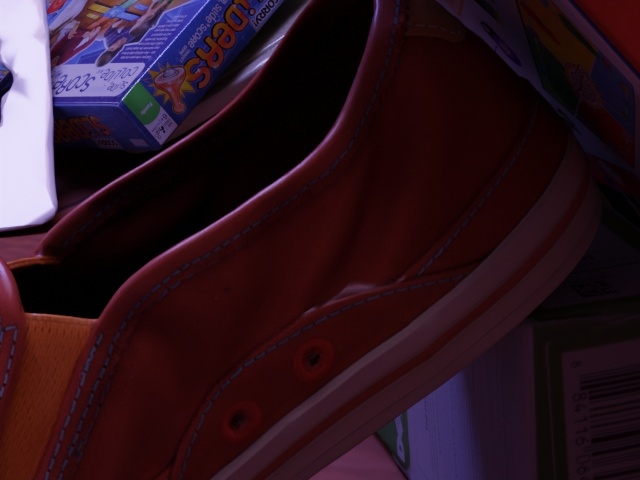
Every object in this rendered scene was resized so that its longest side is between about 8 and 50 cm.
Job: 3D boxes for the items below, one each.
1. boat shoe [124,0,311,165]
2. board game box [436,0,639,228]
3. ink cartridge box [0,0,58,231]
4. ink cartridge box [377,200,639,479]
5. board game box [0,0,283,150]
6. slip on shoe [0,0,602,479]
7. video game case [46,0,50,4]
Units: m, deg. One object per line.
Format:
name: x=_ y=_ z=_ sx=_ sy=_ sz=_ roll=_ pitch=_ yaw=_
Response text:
boat shoe: x=0.036 y=-0.126 z=1.077 sx=0.340 sy=0.113 sz=0.127 roll=-41 pitch=31 yaw=-19
board game box: x=0.091 y=-0.058 z=0.520 sx=0.064 sy=0.316 sz=0.242 roll=-42 pitch=-2 yaw=1
ink cartridge box: x=-0.317 y=-0.098 z=0.948 sx=0.353 sy=0.119 sz=0.207 roll=-6 pitch=57 yaw=-4
ink cartridge box: x=0.062 y=0.038 z=0.616 sx=0.062 sy=0.109 sz=0.209 roll=-9 pitch=19 yaw=-12
board game box: x=-0.111 y=-0.111 z=1.050 sx=0.136 sy=0.035 sz=0.201 roll=-51 pitch=29 yaw=-20
slip on shoe: x=-0.077 y=0.048 z=0.498 sx=0.331 sy=0.101 sz=0.123 roll=-39 pitch=22 yaw=-7
video game case: x=-0.226 y=-0.212 z=1.538 sx=0.212 sy=0.023 sz=0.193 roll=1 pitch=20 yaw=15
